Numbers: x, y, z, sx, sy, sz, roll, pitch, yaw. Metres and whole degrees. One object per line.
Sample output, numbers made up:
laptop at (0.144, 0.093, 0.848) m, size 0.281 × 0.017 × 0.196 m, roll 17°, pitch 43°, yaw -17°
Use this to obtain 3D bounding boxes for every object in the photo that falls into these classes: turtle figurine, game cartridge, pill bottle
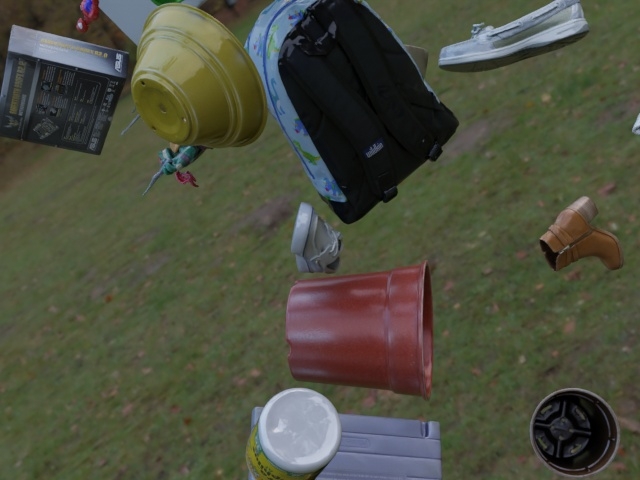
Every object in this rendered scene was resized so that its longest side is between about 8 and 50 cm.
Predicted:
turtle figurine at (-0.226, -0.187, 1.537) m, size 0.234 × 0.118 × 0.175 m, roll -49°, pitch 55°, yaw 21°
game cartridge at (0.046, 0.428, 1.678) m, size 0.068 × 0.355 × 0.230 m, roll 120°, pitch 155°, yaw -64°
pill bottle at (-0.045, 0.297, 1.343) m, size 0.117 × 0.117 × 0.208 m, roll -41°, pitch -11°, yaw -27°

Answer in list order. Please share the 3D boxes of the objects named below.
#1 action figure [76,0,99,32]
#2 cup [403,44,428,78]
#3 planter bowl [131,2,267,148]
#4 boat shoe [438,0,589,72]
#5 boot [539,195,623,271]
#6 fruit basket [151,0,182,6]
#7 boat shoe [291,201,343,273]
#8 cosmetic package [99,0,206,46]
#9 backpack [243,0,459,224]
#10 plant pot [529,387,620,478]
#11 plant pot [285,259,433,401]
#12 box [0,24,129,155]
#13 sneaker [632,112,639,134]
action figure at (-0.261, -0.295, 1.072) m, size 0.030 × 0.115 × 0.038 m, roll 4°, pitch 23°, yaw -35°
cup at (0.056, -0.269, 1.917) m, size 0.331 × 0.237 × 0.331 m, roll 0°, pitch 4°, yaw 0°
planter bowl at (-0.181, -0.192, 1.223) m, size 0.217 × 0.217 × 0.090 m, roll -12°, pitch 28°, yaw 50°
boat shoe at (0.401, -0.434, 1.976) m, size 0.320 × 0.103 × 0.118 m, roll -15°, pitch -4°, yaw 10°
boot at (0.556, 0.021, 2.004) m, size 0.152 × 0.197 × 0.073 m, roll -41°, pitch 16°, yaw -19°
fruit basket at (-0.132, -0.528, 1.362) m, size 0.392 × 0.283 × 0.392 m, roll -14°, pitch 39°, yaw 12°
boat shoe at (0.000, 0.000, 1.672) m, size 0.084 × 0.095 × 0.258 m, roll 10°, pitch -12°, yaw 6°
cosmetic package at (-0.322, -0.692, 2.010) m, size 0.329 × 0.327 × 0.394 m, roll -28°, pitch 26°, yaw 37°
backpack at (0.027, -0.261, 1.601) m, size 0.290 × 0.355 × 0.273 m, roll -44°, pitch 44°, yaw -5°
plant pot at (0.486, 0.374, 1.829) m, size 0.167 × 0.167 × 0.165 m, roll -33°, pitch -11°, yaw 0°
plant pot at (0.079, 0.174, 1.824) m, size 0.265 × 0.272 × 0.272 m, roll -1°, pitch 24°, yaw 11°
box at (-0.428, -0.239, 1.531) m, size 0.231 × 0.183 × 0.056 m, roll 127°, pitch 148°, yaw -53°
sneaker at (0.554, -0.155, 1.351) m, size 0.094 × 0.080 × 0.212 m, roll -43°, pitch 36°, yaw -17°
